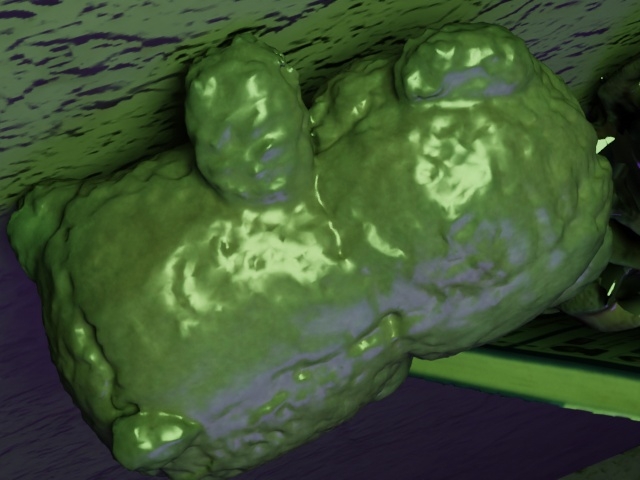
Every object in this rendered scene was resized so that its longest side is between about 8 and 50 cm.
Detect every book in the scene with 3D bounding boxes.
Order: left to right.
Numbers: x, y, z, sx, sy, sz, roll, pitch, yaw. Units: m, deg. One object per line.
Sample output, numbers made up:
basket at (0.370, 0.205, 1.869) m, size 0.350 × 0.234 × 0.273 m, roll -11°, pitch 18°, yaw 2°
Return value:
book at (0.263, 0.092, 1.319) m, size 0.428 × 0.039 × 0.300 m, roll 8°, pitch -173°, yaw 31°

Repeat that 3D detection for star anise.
star anise at (0.253, -0.028, 1.103) m, size 0.316 × 0.139 × 0.359 m, roll 29°, pitch 150°, yaw -35°

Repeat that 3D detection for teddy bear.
teddy bear at (-0.001, 0.001, 0.866) m, size 0.267 × 0.151 × 0.236 m, roll -34°, pitch 137°, yaw -2°
